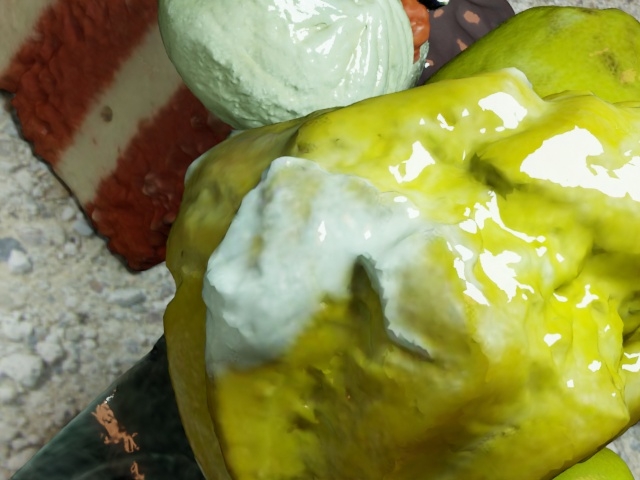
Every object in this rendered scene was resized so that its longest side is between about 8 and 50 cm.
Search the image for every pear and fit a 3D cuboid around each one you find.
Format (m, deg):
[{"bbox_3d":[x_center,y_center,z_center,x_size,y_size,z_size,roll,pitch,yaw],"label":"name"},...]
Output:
[{"bbox_3d":[0.198,-0.010,1.087,0.352,0.352,0.413,3,103,-33],"label":"pear"}]

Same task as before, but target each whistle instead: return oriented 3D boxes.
[{"bbox_3d":[-0.081,0.152,0.917,0.168,0.188,0.405,47,47,0],"label":"whistle"}]

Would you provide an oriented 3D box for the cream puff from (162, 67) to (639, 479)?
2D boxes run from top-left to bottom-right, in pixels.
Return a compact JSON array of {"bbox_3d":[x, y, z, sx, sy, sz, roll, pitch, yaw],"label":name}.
[{"bbox_3d":[0.073,0.068,0.753,0.378,0.378,0.275,4,71,-33],"label":"cream puff"}]

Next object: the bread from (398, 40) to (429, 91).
[{"bbox_3d":[0.062,-0.112,1.162,0.036,0.193,0.112,24,16,4],"label":"bread"}]

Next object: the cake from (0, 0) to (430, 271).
[{"bbox_3d":[-0.116,-0.192,1.051,0.270,0.269,0.319,-33,85,-42],"label":"cake"}]

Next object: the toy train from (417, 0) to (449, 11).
[{"bbox_3d":[0.096,-0.249,1.123,0.060,0.202,0.081,30,94,-7],"label":"toy train"}]

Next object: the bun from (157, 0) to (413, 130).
[{"bbox_3d":[-0.018,-0.165,0.848,0.195,0.118,0.195,14,57,-23],"label":"bun"}]

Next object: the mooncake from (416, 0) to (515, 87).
[{"bbox_3d":[0.089,-0.247,1.318,0.283,0.141,0.283,18,51,-24],"label":"mooncake"}]

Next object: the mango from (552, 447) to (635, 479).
[{"bbox_3d":[0.241,0.260,1.138,0.163,0.089,0.117,-28,80,-41],"label":"mango"}]
